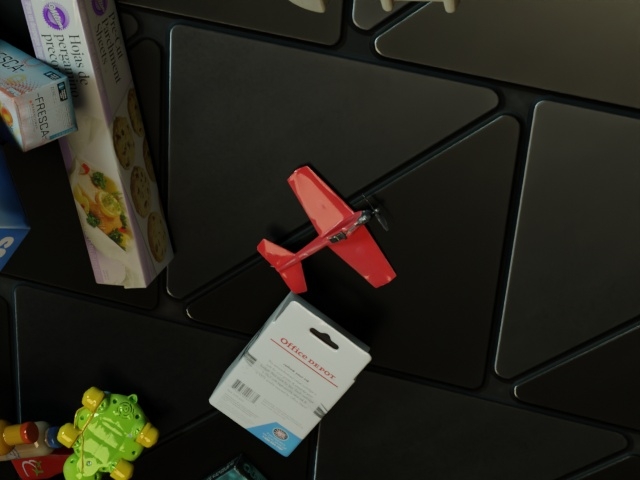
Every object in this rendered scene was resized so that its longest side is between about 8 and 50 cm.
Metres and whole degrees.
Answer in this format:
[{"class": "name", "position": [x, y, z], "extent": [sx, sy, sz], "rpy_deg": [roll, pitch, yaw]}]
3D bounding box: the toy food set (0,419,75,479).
[{"class": "toy food set", "position": [-0.313, 0.284, 1.929], "extent": [0.104, 0.111, 0.232], "rpy_deg": [-10, 115, 27]}]

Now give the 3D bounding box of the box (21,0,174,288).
[{"class": "box", "position": [-0.214, -0.104, 1.667], "extent": [0.063, 0.067, 0.324], "rpy_deg": [4, 122, 24]}]

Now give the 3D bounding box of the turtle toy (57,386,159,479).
[{"class": "turtle toy", "position": [-0.239, 0.221, 1.878], "extent": [0.095, 0.066, 0.130], "rpy_deg": [35, 97, -3]}]

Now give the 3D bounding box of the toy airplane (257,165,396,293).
[{"class": "toy airplane", "position": [0.000, 0.000, 1.677], "extent": [0.151, 0.028, 0.151], "rpy_deg": [10, 125, 14]}]

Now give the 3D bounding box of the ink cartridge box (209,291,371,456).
[{"class": "ink cartridge box", "position": [-0.023, 0.127, 1.749], "extent": [0.104, 0.060, 0.180], "rpy_deg": [36, 127, -4]}]

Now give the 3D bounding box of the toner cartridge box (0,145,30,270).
[{"class": "toner cartridge box", "position": [-0.386, -0.102, 1.597], "extent": [0.165, 0.075, 0.348], "rpy_deg": [-50, 54, 37]}]

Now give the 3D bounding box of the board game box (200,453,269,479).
[{"class": "board game box", "position": [-0.109, 0.329, 1.934], "extent": [0.126, 0.026, 0.186], "rpy_deg": [46, 125, -12]}]

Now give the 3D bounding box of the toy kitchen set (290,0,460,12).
[{"class": "toy kitchen set", "position": [0.037, -0.306, 1.433], "extent": [0.166, 0.122, 0.207], "rpy_deg": [3, 143, 18]}]

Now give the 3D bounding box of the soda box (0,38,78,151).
[{"class": "soda box", "position": [-0.305, -0.146, 1.623], "extent": [0.183, 0.063, 0.058], "rpy_deg": [31, 137, 45]}]
